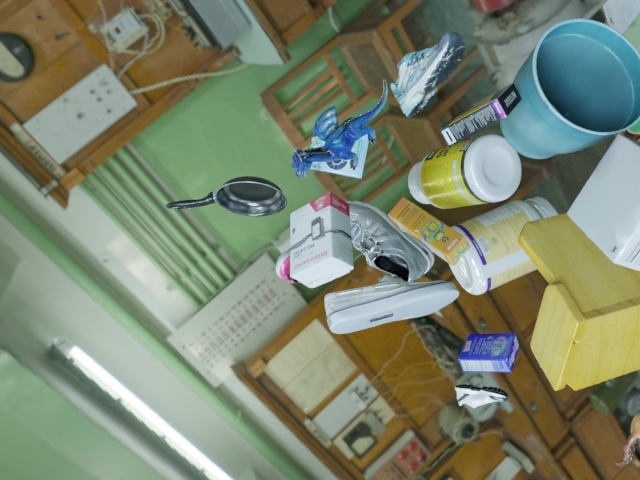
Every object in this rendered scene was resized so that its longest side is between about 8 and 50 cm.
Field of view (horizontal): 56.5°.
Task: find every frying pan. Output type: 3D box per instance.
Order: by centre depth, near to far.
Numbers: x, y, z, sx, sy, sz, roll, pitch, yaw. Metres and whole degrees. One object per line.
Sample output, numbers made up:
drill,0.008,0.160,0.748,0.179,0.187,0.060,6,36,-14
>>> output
frying pan,-0.245,-0.109,1.670,0.326,0.053,0.197,-12,152,29

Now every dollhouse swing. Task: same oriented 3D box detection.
dollhouse swing,0.667,0.139,1.512,0.305,0.347,0.315,-125,29,-50

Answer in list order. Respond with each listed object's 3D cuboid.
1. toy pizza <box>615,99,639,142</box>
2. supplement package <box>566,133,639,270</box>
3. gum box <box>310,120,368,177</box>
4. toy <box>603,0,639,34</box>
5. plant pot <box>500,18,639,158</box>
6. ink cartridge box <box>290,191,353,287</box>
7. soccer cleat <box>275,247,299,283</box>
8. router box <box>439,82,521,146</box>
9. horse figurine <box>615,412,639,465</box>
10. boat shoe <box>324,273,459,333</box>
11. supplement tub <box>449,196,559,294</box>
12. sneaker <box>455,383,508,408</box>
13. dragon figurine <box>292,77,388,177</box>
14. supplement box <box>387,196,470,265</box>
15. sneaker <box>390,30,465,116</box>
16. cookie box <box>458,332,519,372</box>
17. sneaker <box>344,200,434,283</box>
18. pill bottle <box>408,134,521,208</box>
toy pizza,0.777,-0.273,1.353,0.201,0.201,0.032,51,-146,-16
supplement package,0.692,-0.053,1.189,0.263,0.198,0.199,15,-152,-16
gum box,0.059,-0.296,1.950,0.184,0.157,0.041,11,-179,1
toy,0.874,-0.704,1.686,0.137,0.237,0.056,41,180,-39
plant pot,0.553,-0.319,1.375,0.271,0.272,0.255,48,163,4
ink cartridge box,0.000,0.000,1.143,0.063,0.109,0.150,31,-135,-40
soccer cleat,-0.057,0.050,1.834,0.143,0.116,0.331,34,-160,26
router box,0.339,-0.266,1.252,0.133,0.179,0.046,-26,100,35
horse figurine,0.852,0.471,1.519,0.066,0.263,0.174,22,145,60
boat shoe,0.139,0.113,1.194,0.096,0.267,0.088,72,-178,-59
supplement tub,0.596,0.012,1.941,0.241,0.331,0.241,157,90,-84
sneaker,0.333,0.324,1.229,0.109,0.043,0.040,-2,179,33
dragon figurine,0.043,-0.247,1.368,0.144,0.289,0.085,10,-137,-36
supplement box,0.302,-0.028,1.673,0.233,0.078,0.080,38,175,34
sneaker,0.249,-0.427,1.483,0.122,0.110,0.283,53,152,10
cookie box,0.366,0.243,1.295,0.107,0.092,0.040,-7,116,34
sneaker,0.132,0.003,1.410,0.281,0.115,0.105,30,132,11
pill bottle,0.411,-0.193,1.766,0.188,0.188,0.334,51,159,-15
